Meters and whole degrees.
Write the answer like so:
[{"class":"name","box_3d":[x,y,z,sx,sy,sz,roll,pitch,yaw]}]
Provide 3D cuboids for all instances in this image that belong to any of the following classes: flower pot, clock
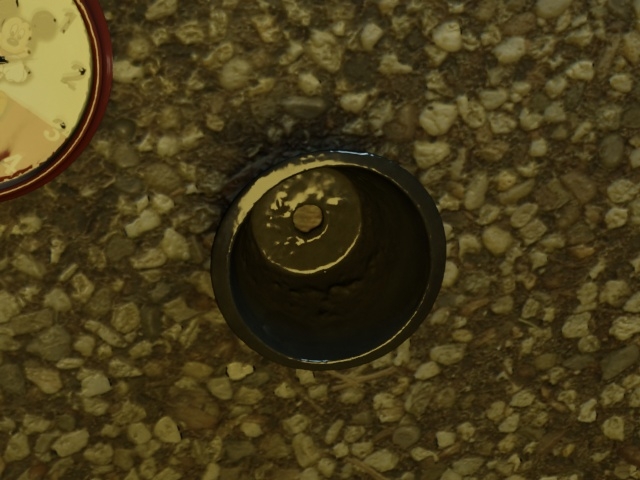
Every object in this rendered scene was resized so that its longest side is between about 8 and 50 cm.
[{"class":"flower pot","box_3d":[0.000,0.000,1.329,0.268,0.166,0.269,-3,112,-8]},{"class":"clock","box_3d":[-0.379,-0.188,1.210,0.318,0.080,0.319,-4,108,-12]}]
